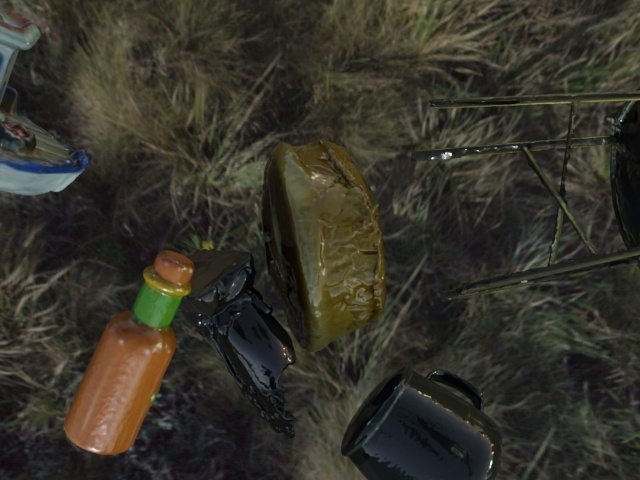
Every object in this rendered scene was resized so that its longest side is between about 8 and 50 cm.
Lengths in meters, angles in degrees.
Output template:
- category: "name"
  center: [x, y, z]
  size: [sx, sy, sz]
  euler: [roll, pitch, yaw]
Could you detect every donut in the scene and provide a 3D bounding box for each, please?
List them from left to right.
- category: "donut"
  center: [0.000, 0.000, 0.944]
  size: [0.160, 0.330, 0.330]
  euler: [-16, 73, -13]

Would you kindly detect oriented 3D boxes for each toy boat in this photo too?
- category: "toy boat"
  center: [-0.281, -0.116, 0.424]
  size: [0.262, 0.114, 0.115]
  euler: [16, 111, -20]

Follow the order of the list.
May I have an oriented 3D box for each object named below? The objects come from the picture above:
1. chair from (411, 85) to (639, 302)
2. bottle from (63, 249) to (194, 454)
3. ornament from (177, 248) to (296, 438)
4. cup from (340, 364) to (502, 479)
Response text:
- category: "chair"
  center: [0.239, -0.053, 0.453]
  size: [0.325, 0.160, 0.170]
  euler: [-8, 81, 1]
- category: "bottle"
  center: [-0.165, 0.098, 0.574]
  size: [0.069, 0.069, 0.187]
  euler: [28, 99, 10]
- category: "ornament"
  center: [-0.118, 0.148, 0.905]
  size: [0.106, 0.251, 0.260]
  euler: [-34, 110, -26]
- category: "cup"
  center: [0.139, 0.253, 0.845]
  size: [0.176, 0.169, 0.223]
  euler: [35, 41, 8]
